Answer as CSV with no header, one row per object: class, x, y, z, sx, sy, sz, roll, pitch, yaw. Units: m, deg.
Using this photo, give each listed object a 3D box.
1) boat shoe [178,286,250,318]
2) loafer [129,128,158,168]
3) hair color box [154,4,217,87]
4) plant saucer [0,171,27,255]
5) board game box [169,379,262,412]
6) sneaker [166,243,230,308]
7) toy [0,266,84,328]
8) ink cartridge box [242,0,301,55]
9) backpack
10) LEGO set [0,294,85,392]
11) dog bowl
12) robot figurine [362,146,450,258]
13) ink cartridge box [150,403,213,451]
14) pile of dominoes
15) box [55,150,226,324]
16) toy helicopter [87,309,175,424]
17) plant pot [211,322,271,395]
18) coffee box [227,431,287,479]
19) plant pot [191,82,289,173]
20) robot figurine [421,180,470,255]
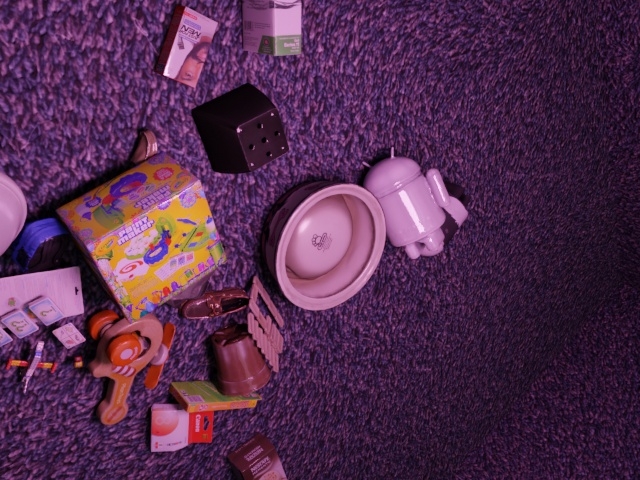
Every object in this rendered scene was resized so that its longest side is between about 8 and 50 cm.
boat shoe,-0.300,0.183,1.779,0.207,0.073,0.073,-16,119,-32
loafer,-0.435,-0.199,1.508,0.050,0.056,0.147,-7,114,-44
hair color box,-0.323,-0.465,1.485,0.093,0.053,0.167,13,101,-43
plant saucer,-0.753,0.013,1.169,0.401,0.100,0.400,-30,160,-12
board game box,-0.311,0.464,1.857,0.260,0.124,0.039,5,107,-40
sneaker,-0.341,0.103,1.709,0.234,0.078,0.106,-38,132,-16
toy,-0.688,0.127,1.444,0.238,0.056,0.136,-11,125,-29
ink cartridge box,-0.122,-0.575,1.533,0.087,0.153,0.208,-16,120,-35
backpack,-0.630,0.002,1.381,0.120,0.101,0.098,-46,173,32
LEGO set,-0.673,0.259,1.480,0.183,0.060,0.244,-26,135,-8
dog bowl,0.000,0.000,1.885,0.408,0.150,0.407,-16,120,-31
robot figurine,0.266,-0.121,1.974,0.353,0.300,0.200,60,27,-8
ink cartridge box,-0.409,0.554,1.825,0.180,0.045,0.145,3,110,-10
pile of dominoes,-0.178,0.260,1.872,0.195,0.040,0.251,-84,156,-45
box,-0.418,-0.008,1.490,0.290,0.177,0.279,-34,140,-23
toy helicopter,-0.514,0.347,1.664,0.235,0.140,0.354,-3,122,-48
plant pot,-0.248,0.347,1.845,0.167,0.167,0.165,-26,115,-29
coffee box,-0.207,0.798,2.108,0.141,0.098,0.246,-32,127,-25
plant pot,-0.191,-0.277,1.600,0.188,0.167,0.187,-32,126,-24
robot figurine,0.404,-0.076,2.179,0.209,0.173,0.278,38,81,-3
